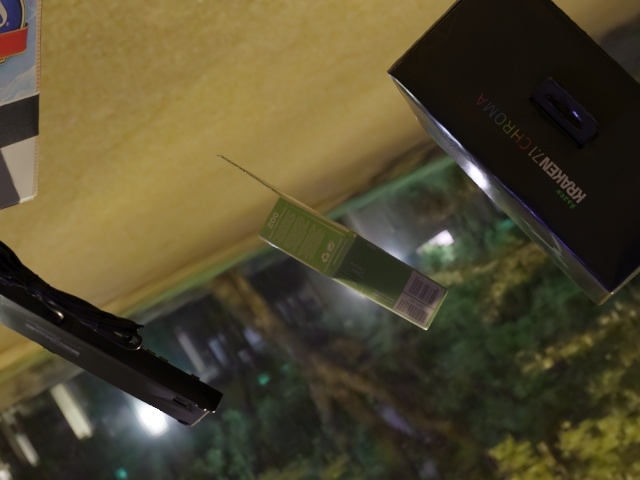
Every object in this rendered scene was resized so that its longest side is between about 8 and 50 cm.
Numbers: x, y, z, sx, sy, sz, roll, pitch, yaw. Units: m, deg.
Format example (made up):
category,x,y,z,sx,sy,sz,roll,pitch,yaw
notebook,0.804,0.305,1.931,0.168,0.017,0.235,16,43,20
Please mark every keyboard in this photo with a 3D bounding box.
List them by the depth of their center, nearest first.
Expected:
category,x,y,z,sx,sy,sz,roll,pitch,yaw
keyboard,-0.229,0.069,1.124,0.033,0.317,0.201,-63,-173,-21

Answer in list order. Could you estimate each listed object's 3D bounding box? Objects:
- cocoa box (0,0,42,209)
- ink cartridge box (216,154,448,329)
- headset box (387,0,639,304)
category,x,y,z,sx,sy,sz,roll,pitch,yaw
cocoa box,-0.408,-0.123,0.947,0.347,0.231,0.228,-28,132,-52
ink cartridge box,0.000,0.000,1.314,0.171,0.235,0.056,29,90,-46
headset box,0.197,-0.079,1.057,0.131,0.246,0.283,-45,168,5
